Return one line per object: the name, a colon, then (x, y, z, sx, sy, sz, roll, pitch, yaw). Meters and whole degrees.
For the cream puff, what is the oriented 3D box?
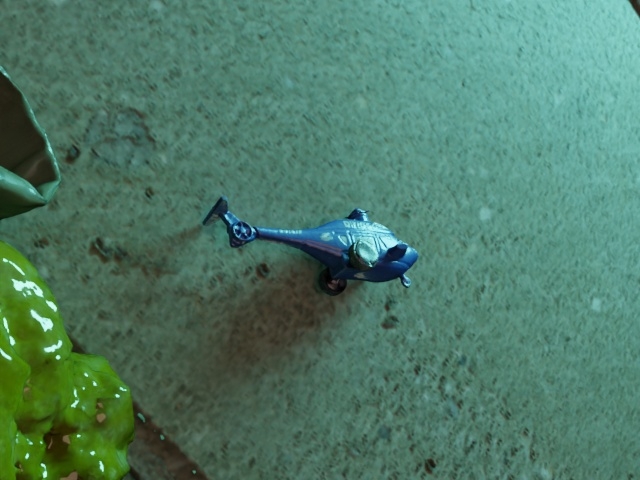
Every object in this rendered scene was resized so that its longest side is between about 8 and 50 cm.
cream puff: (-0.185, 0.109, 0.456, 0.194, 0.194, 0.221, 18, 84, -26)

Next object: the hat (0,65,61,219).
hat: (-0.247, -0.045, 0.494, 0.175, 0.085, 0.147, -25, 66, -7)

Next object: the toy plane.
toy plane: (0.000, 0.000, 0.630, 0.167, 0.054, 0.062, 8, 59, -29)
